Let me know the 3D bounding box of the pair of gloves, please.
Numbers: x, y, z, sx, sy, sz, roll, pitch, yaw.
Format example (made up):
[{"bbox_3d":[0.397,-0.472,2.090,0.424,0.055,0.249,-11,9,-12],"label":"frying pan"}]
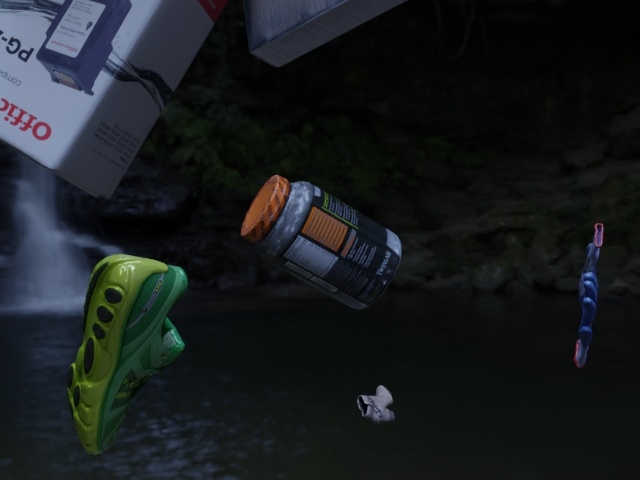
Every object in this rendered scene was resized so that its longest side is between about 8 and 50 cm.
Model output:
[{"bbox_3d":[0.377,0.074,1.151,0.023,0.159,0.198,7,50,15],"label":"pair of gloves"}]

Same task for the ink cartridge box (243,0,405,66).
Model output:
[{"bbox_3d":[0.026,-0.403,0.957,0.307,0.303,0.072,-20,-20,36],"label":"ink cartridge box"}]

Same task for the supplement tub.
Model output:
[{"bbox_3d":[0.000,0.000,1.059,0.190,0.117,0.117,30,-7,-16],"label":"supplement tub"}]

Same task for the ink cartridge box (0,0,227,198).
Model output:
[{"bbox_3d":[-0.205,-0.181,0.686,0.172,0.237,0.100,29,-4,15],"label":"ink cartridge box"}]

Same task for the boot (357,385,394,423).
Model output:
[{"bbox_3d":[0.122,0.367,1.851,0.087,0.042,0.118,21,27,-29],"label":"boot"}]

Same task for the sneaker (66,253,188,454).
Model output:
[{"bbox_3d":[-0.224,0.146,0.960,0.123,0.295,0.109,1,39,-31],"label":"sneaker"}]
